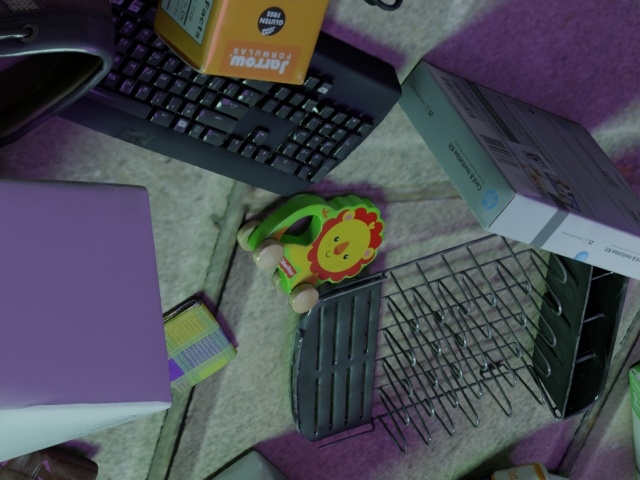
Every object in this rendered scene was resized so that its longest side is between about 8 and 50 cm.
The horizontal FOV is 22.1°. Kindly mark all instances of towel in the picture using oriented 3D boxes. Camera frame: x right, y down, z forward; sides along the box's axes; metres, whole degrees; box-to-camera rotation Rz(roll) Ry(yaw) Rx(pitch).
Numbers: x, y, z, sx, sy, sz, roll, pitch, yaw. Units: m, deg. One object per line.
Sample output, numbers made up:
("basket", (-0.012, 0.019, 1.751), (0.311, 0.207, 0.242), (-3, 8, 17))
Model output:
("towel", (-0.100, 0.079, 1.230), (0.060, 0.009, 0.083), (-33, 140, 0))

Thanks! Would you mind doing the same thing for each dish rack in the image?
("dish rack", (0.107, 0.085, 1.320), (0.271, 0.074, 0.208), (-17, 136, -18))

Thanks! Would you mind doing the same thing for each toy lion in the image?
("toy lion", (0.000, 0.000, 1.203), (0.096, 0.034, 0.100), (-40, 139, -2))

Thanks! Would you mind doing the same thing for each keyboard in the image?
("keyboard", (-0.063, -0.133, 1.029), (0.317, 0.033, 0.201), (18, 119, -43))

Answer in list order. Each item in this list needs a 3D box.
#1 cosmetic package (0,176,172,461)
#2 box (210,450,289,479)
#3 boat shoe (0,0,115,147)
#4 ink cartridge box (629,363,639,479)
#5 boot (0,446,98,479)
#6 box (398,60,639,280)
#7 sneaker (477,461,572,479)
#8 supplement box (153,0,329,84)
("cosmetic package", (-0.242, 0.055, 0.932), (0.225, 0.138, 0.224), (1, 164, -41))
("box", (-0.064, 0.307, 1.346), (0.182, 0.181, 0.119), (-36, 142, 2))
("boat shoe", (-0.238, -0.070, 0.911), (0.285, 0.092, 0.103), (-27, 139, 9))
("ink cartridge box", (0.415, 0.200, 1.596), (0.198, 0.115, 0.273), (-24, 139, -9))
("boot", (-0.234, 0.190, 1.240), (0.106, 0.037, 0.114), (-39, 144, 11))
("box", (0.155, -0.047, 1.163), (0.186, 0.145, 0.038), (14, 124, -41))
("sneaker", (0.229, 0.321, 1.589), (0.127, 0.126, 0.321), (-32, 138, 8))
("supplement box", (-0.021, -0.207, 0.917), (0.078, 0.080, 0.233), (1, 120, -33))
